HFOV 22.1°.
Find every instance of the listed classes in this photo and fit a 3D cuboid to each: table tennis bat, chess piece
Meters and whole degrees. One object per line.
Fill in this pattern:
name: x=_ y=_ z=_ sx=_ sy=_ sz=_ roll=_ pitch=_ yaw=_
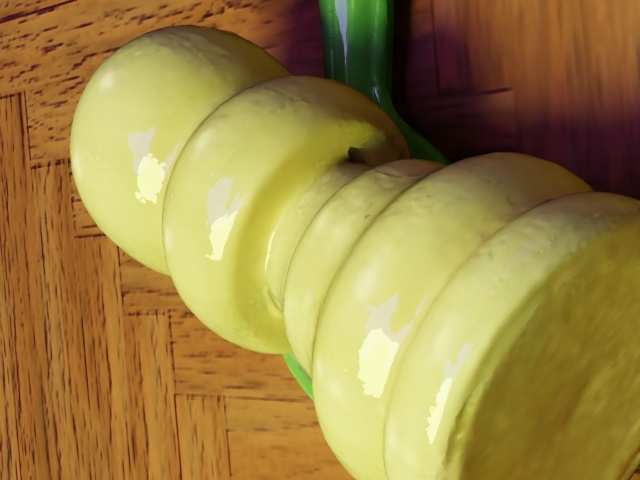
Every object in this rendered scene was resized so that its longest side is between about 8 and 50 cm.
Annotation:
table tennis bat: x=0.021 y=-0.027 z=0.814 sx=0.160 sy=0.039 sz=0.257 roll=7 pitch=102 yaw=48
chess piece: x=0.000 y=0.000 z=0.717 sx=0.300 sy=0.167 sz=0.167 roll=32 pitch=118 yaw=37
